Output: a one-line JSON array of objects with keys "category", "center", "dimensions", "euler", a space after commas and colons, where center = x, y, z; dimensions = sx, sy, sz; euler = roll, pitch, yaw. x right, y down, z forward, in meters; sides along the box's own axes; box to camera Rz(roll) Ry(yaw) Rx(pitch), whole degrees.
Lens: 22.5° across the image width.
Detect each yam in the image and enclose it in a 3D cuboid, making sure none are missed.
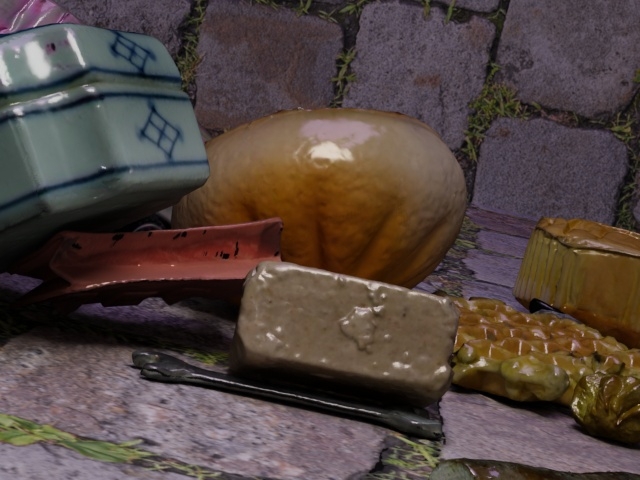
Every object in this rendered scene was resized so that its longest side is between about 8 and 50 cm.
[{"category": "yam", "center": [0.189, 0.177, 1.056], "dimensions": [0.252, 0.061, 0.061], "euler": [8, 9, -27]}]

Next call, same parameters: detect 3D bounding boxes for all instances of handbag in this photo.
[{"category": "handbag", "center": [-0.148, 0.024, 1.386], "dimensions": [0.212, 0.059, 0.157], "euler": [-2, -9, -30]}]

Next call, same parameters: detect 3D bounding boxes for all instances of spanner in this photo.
[{"category": "spanner", "center": [-0.027, 0.122, 1.278], "dimensions": [0.254, 0.015, 0.054], "euler": [12, 9, -2]}]

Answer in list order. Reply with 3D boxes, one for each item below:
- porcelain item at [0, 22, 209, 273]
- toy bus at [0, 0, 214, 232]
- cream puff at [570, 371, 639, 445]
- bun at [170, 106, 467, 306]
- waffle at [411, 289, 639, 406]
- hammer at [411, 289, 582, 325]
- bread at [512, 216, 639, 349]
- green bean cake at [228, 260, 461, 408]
[{"category": "porcelain item", "center": [-0.259, -0.068, 1.335], "dimensions": [0.281, 0.157, 0.286], "euler": [-23, -5, 20]}, {"category": "toy bus", "center": [-0.256, -0.131, 1.655], "dimensions": [0.171, 0.162, 0.386], "euler": [33, -4, 40]}, {"category": "cream puff", "center": [0.258, 0.150, 1.406], "dimensions": [0.083, 0.083, 0.058], "euler": [30, 60, 31]}, {"category": "bun", "center": [0.000, 0.000, 1.576], "dimensions": [0.298, 0.165, 0.299], "euler": [-4, -22, -2]}, {"category": "waffle", "center": [0.193, 0.109, 1.578], "dimensions": [0.281, 0.058, 0.300], "euler": [13, 8, 18]}, {"category": "hammer", "center": [0.091, 0.063, 1.813], "dimensions": [0.426, 0.044, 0.152], "euler": [12, 7, -2]}, {"category": "bread", "center": [0.362, 0.056, 1.947], "dimensions": [0.250, 0.133, 0.179], "euler": [13, 8, 15]}, {"category": "green bean cake", "center": [0.019, 0.078, 1.311], "dimensions": [0.179, 0.085, 0.109], "euler": [12, -14, -2]}]
